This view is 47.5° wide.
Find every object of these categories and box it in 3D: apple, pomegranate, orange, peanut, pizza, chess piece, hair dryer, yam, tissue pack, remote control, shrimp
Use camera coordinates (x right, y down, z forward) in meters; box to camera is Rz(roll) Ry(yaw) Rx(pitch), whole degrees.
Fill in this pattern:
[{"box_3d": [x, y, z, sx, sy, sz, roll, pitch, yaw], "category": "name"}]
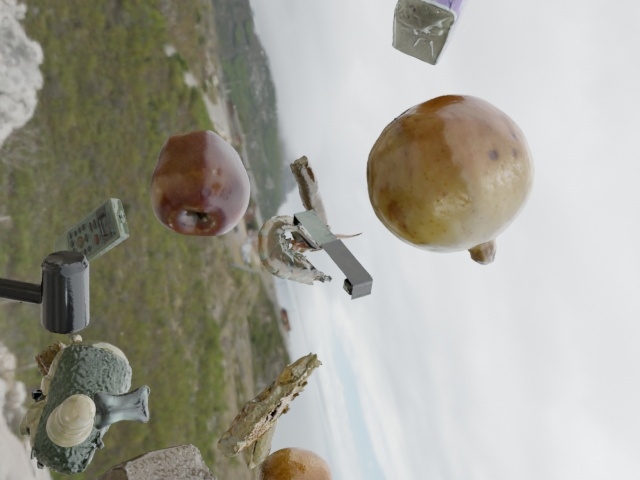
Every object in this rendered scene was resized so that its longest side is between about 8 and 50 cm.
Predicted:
[{"box_3d": [-0.351, -0.159, 2.110, 0.288, 0.288, 0.316, 80, 1, -55], "category": "apple"}, {"box_3d": [0.301, -0.122, 1.658, 0.410, 0.410, 0.409, 167, -90, -88], "category": "pomegranate"}, {"box_3d": [-0.066, 0.634, 1.896, 0.206, 0.206, 0.206, 167, -90, -88], "category": "orange"}, {"box_3d": [-0.147, 0.467, 1.759, 0.080, 0.080, 0.174, -127, -130, -85], "category": "peanut"}, {"box_3d": [-0.106, 0.339, 1.510, 0.071, 0.297, 0.189, 48, 31, 12], "category": "pizza"}, {"box_3d": [-0.498, 0.354, 1.470, 0.170, 0.094, 0.094, -49, -131, 54], "category": "chess piece"}, {"box_3d": [-0.478, 0.061, 1.131, 0.070, 0.248, 0.114, -62, 161, -67], "category": "hair dryer"}, {"box_3d": [-0.025, -0.114, 1.755, 0.241, 0.057, 0.056, 70, 4, -51], "category": "yam"}, {"box_3d": [0.306, -0.644, 1.819, 0.242, 0.160, 0.338, 97, 19, -71], "category": "tissue pack"}, {"box_3d": [-0.637, -0.004, 1.997, 0.038, 0.285, 0.123, 8, 60, -55], "category": "remote control"}, {"box_3d": [-0.060, 0.022, 1.625, 0.254, 0.059, 0.145, 17, 67, -51], "category": "shrimp"}]

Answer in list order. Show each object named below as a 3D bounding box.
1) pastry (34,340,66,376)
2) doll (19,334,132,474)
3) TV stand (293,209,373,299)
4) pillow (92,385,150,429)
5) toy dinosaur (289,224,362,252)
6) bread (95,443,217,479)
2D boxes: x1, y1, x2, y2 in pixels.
[{"box_3d": [-0.784, 0.397, 2.222, 0.189, 0.103, 0.188, 45, -18, 19], "category": "pastry"}, {"box_3d": [-0.643, 0.428, 1.906, 0.247, 0.247, 0.349, 82, 19, -66], "category": "doll"}, {"box_3d": [0.021, 0.022, 1.478, 0.256, 0.049, 0.040, 50, -34, 42], "category": "TV stand"}, {"box_3d": [-0.480, 0.403, 1.757, 0.055, 0.136, 0.091, 135, -50, -62], "category": "pillow"}, {"box_3d": [-0.002, 0.000, 1.837, 0.142, 0.212, 0.057, -79, 152, -78], "category": "toy dinosaur"}, {"box_3d": [-0.326, 0.437, 1.019, 0.113, 0.416, 0.165, 54, 23, 18], "category": "bread"}]
